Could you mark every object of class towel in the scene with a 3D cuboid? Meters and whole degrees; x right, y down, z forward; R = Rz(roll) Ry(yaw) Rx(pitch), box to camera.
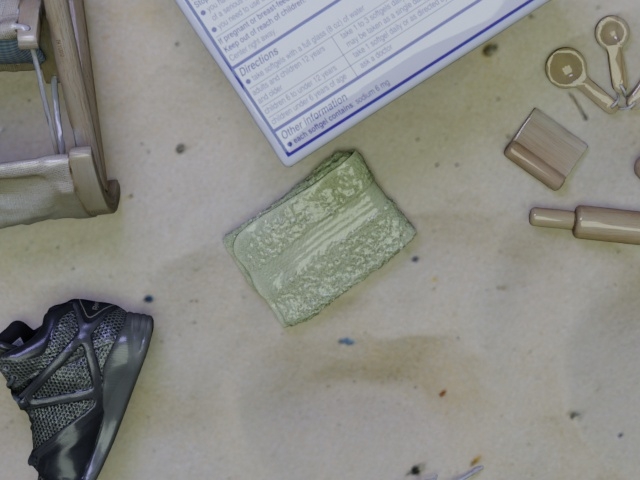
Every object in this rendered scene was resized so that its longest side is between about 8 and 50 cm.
[{"bbox_3d":[0.000,0.000,1.661,0.148,0.027,0.110,-36,102,8],"label":"towel"}]

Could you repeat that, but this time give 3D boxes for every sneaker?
[{"bbox_3d":[-0.240,0.154,1.670,0.130,0.087,0.227,19,100,-3],"label":"sneaker"}]

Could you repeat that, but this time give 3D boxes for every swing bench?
[{"bbox_3d":[-0.314,-0.117,1.561,0.253,0.165,0.254,-8,104,1],"label":"swing bench"}]

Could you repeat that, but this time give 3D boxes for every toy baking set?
[{"bbox_3d":[0.292,-0.087,1.640,0.256,0.030,0.196,10,103,-3],"label":"toy baking set"}]

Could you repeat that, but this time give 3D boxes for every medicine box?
[{"bbox_3d":[0.005,-0.256,1.536,0.263,0.149,0.289,-32,101,7],"label":"medicine box"}]

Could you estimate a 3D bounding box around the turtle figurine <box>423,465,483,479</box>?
[{"bbox_3d":[0.122,0.303,1.697,0.234,0.118,0.175,-43,100,15],"label":"turtle figurine"}]
